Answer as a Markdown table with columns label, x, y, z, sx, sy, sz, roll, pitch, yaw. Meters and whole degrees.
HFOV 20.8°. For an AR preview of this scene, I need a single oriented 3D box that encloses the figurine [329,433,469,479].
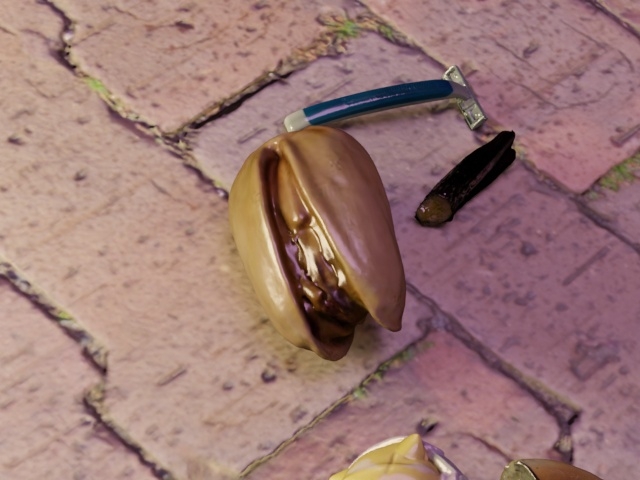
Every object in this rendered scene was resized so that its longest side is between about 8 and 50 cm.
| label | x | y | z | sx | sy | sz | roll | pitch | yaw |
| --- | --- | --- | --- | --- | --- | --- | --- | --- | --- |
| figurine | 0.046 | 0.213 | 1.208 | 0.208 | 0.128 | 0.184 | 35 | 31 | -45 |

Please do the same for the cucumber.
| label | x | y | z | sx | sy | sz | roll | pitch | yaw |
| --- | --- | --- | --- | --- | --- | --- | --- | --- | --- |
| cucumber | 0.130 | -0.055 | 1.541 | 0.034 | 0.033 | 0.135 | 9 | 36 | 36 |

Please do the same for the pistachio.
| label | x | y | z | sx | sy | sz | roll | pitch | yaw |
| --- | --- | --- | --- | --- | --- | --- | --- | --- | --- |
| pistachio | 0.000 | 0.000 | 1.404 | 0.129 | 0.131 | 0.206 | -29 | 59 | 17 |

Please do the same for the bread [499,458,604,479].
| label | x | y | z | sx | sy | sz | roll | pitch | yaw |
| --- | --- | --- | --- | --- | --- | --- | --- | --- | --- |
| bread | 0.196 | 0.221 | 1.291 | 0.157 | 0.083 | 0.094 | 39 | 48 | 14 |

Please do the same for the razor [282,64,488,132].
| label | x | y | z | sx | sy | sz | roll | pitch | yaw |
| --- | --- | --- | --- | --- | --- | --- | --- | --- | --- |
| razor | 0.057 | -0.123 | 1.572 | 0.191 | 0.037 | 0.068 | -10 | 56 | -25 |
